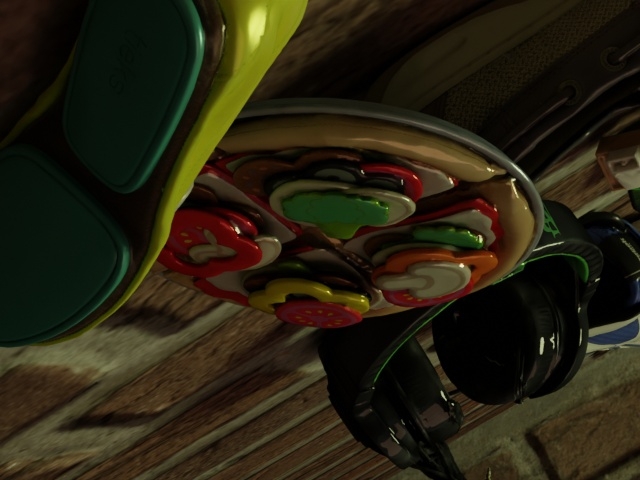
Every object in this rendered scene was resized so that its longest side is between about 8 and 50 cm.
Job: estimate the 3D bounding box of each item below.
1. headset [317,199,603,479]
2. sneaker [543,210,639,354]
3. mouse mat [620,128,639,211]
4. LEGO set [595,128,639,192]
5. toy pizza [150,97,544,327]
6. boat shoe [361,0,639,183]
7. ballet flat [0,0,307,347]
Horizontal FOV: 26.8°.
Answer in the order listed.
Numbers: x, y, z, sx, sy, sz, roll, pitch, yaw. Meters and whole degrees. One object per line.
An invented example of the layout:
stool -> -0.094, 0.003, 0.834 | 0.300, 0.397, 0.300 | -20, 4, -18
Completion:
headset -> 0.128, 0.125, 1.163 | 0.243, 0.185, 0.394 | -23, 153, -19
sneaker -> 0.302, 0.040, 1.316 | 0.315, 0.127, 0.182 | -21, 166, -23
mouse mat -> 0.332, -0.069, 1.050 | 0.189, 0.007, 0.152 | -11, 155, 16
LEGO set -> 0.312, -0.123, 0.912 | 0.132, 0.107, 0.287 | 16, 152, -19
toy pizza -> 0.000, 0.000, 0.607 | 0.201, 0.032, 0.201 | 2, 153, 1
boat shoe -> 0.159, -0.098, 0.638 | 0.285, 0.092, 0.103 | -29, 168, 5
ballet flat -> -0.069, -0.034, 0.486 | 0.077, 0.077, 0.231 | -38, 174, -43
